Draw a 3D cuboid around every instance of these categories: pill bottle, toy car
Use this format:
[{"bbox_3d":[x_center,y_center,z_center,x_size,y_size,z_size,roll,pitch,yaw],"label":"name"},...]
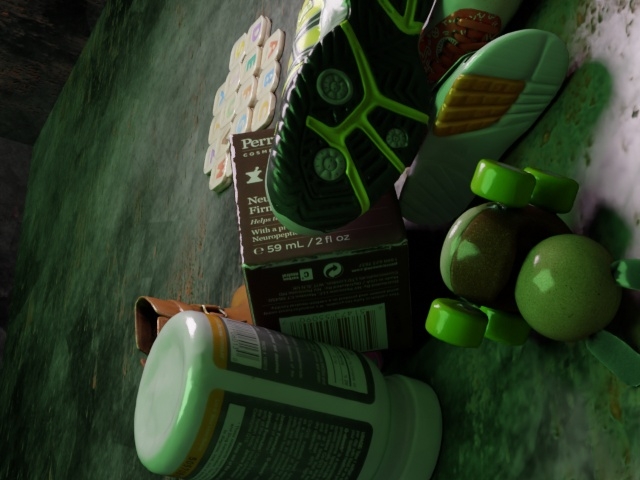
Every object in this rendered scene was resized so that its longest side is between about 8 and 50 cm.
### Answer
[{"bbox_3d":[-0.030,0.175,1.208,0.162,0.278,0.162,-46,35,47],"label":"pill bottle"},{"bbox_3d":[0.206,0.036,1.011,0.188,0.149,0.155,25,104,38],"label":"toy car"}]

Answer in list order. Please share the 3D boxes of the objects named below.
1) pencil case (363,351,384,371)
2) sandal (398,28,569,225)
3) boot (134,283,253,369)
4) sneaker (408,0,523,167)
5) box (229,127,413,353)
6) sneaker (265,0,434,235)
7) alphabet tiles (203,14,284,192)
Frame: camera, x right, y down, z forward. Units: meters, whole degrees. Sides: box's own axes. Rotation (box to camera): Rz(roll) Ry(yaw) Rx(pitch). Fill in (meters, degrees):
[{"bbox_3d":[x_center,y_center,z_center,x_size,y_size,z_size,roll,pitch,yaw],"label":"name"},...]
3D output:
[{"bbox_3d":[0.013,0.066,1.413,0.104,0.104,0.236,-56,28,36],"label":"pencil case"},{"bbox_3d":[0.146,-0.125,1.232,0.076,0.102,0.265,-96,29,-42],"label":"sandal"},{"bbox_3d":[-0.139,0.116,1.565,0.109,0.220,0.283,-63,25,25],"label":"boot"},{"bbox_3d":[0.143,-0.182,1.293,0.270,0.090,0.145,134,143,-54],"label":"sneaker"},{"bbox_3d":[0.000,0.000,1.297,0.167,0.168,0.203,82,179,-46],"label":"box"},{"bbox_3d":[0.030,-0.163,1.254,0.147,0.145,0.385,-43,25,58],"label":"sneaker"},{"bbox_3d":[-0.135,-0.228,2.034,0.278,0.021,0.284,-29,49,58],"label":"alphabet tiles"}]
